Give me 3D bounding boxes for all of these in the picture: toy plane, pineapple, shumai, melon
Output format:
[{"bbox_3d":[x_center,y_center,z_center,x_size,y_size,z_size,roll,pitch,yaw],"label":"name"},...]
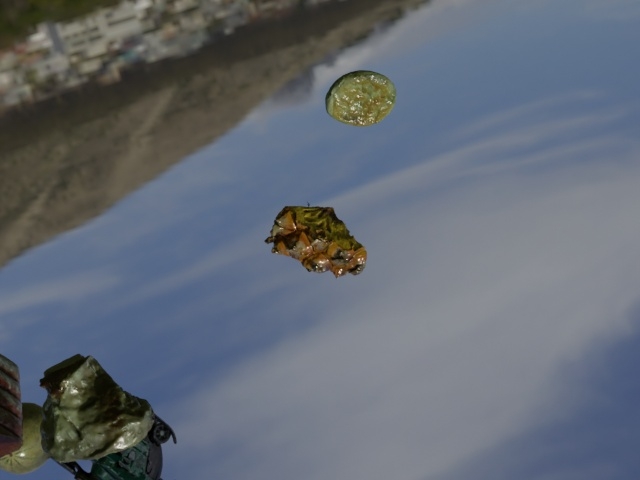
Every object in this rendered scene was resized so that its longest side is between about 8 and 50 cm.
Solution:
[{"bbox_3d":[-0.290,0.351,2.201,0.106,0.381,0.155,12,-119,53],"label":"toy plane"},{"bbox_3d":[0.000,0.000,1.906,0.069,0.137,0.116,-59,-176,31],"label":"pineapple"},{"bbox_3d":[-0.227,0.158,1.391,0.124,0.087,0.099,-7,-161,20],"label":"shumai"},{"bbox_3d":[-0.427,0.284,2.026,0.098,0.098,0.130,-14,-167,11],"label":"melon"}]

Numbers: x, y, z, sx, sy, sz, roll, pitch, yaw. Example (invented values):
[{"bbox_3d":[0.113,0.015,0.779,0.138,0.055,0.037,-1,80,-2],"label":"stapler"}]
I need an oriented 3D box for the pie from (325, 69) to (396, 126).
[{"bbox_3d":[0.047,-0.160,1.580,0.084,0.084,0.021,-15,-130,5],"label":"pie"}]

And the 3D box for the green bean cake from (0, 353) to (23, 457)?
[{"bbox_3d":[-0.520,0.267,1.974,0.233,0.097,0.198,-38,-145,18],"label":"green bean cake"}]
